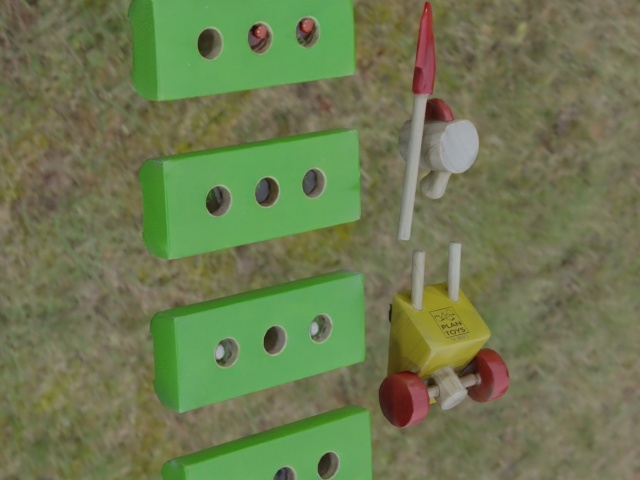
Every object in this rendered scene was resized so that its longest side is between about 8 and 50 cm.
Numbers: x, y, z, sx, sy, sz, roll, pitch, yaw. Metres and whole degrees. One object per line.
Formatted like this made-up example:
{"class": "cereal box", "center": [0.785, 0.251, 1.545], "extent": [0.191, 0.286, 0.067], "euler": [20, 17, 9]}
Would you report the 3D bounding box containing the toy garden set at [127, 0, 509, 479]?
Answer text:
{"class": "toy garden set", "center": [0.000, 0.000, 0.741], "extent": [0.203, 0.049, 0.244], "euler": [-12, 106, -38]}
